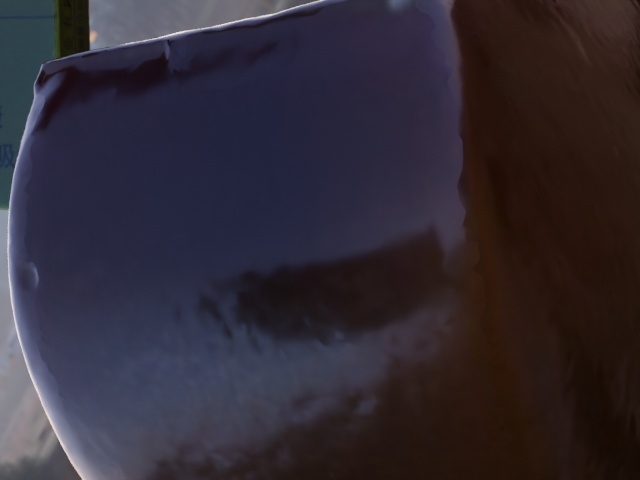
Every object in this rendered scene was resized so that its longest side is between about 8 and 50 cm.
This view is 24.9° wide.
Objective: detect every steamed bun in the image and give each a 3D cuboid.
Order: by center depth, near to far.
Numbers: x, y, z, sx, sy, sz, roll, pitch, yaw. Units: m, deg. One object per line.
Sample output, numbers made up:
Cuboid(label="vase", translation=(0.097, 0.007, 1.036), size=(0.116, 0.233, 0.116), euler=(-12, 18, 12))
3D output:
Cuboid(label="steamed bun", translation=(0.057, 0.028, 0.622), size=(0.379, 0.235, 0.248), euler=(-13, -86, -65))

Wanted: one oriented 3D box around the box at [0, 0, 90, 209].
Cuboid(label="box", translation=(-0.220, -0.175, 0.857), size=(0.043, 0.173, 0.311), euler=(-20, -68, -67))
